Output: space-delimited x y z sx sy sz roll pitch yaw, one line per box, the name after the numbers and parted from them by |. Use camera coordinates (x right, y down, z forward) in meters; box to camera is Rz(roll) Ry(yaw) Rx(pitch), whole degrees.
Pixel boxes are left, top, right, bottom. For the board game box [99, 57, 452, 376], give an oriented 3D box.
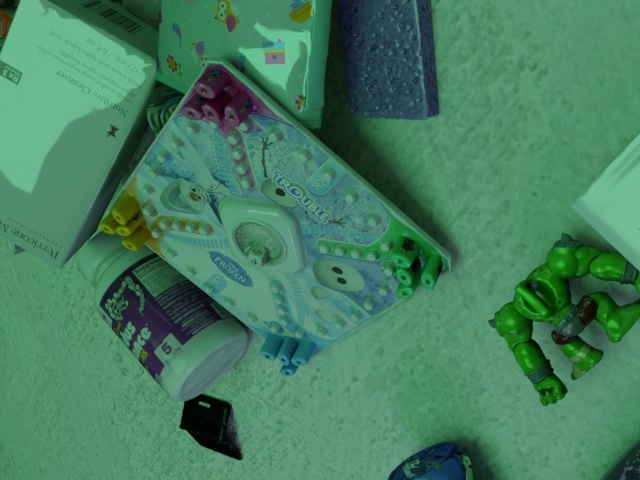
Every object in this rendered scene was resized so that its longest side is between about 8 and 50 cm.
-0.085 0.004 1.022 0.390 0.050 0.390 40 137 -9 | board game box

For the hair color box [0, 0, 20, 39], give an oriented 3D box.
-0.550 -0.409 1.339 0.167 0.093 0.053 36 128 24 | hair color box

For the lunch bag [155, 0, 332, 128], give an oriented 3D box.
-0.079 -0.276 0.934 0.262 0.160 0.224 30 125 36 | lunch bag

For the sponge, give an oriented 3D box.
0.077 -0.251 0.892 0.117 0.031 0.210 8 114 40 | sponge

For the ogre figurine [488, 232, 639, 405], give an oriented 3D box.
0.272 0.076 0.818 0.118 0.097 0.197 40 135 13 | ogre figurine

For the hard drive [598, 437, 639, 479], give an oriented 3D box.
0.387 0.350 0.865 0.172 0.054 0.255 34 128 26 | hard drive

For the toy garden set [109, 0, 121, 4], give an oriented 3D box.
-0.418 -0.505 1.208 0.203 0.049 0.245 16 119 36 | toy garden set

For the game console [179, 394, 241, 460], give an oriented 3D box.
-0.203 0.353 1.425 0.122 0.071 0.107 5 82 40 | game console

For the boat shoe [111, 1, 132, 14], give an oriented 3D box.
-0.339 -0.295 1.229 0.063 0.066 0.184 40 121 23 | boat shoe

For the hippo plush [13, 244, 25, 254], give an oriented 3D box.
-0.543 -0.154 1.409 0.236 0.234 0.294 51 126 55 | hippo plush

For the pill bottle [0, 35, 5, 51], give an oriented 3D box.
-0.607 -0.349 1.434 0.120 0.067 0.067 41 131 21 | pill bottle

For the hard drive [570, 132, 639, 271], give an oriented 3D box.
0.413 0.001 0.679 0.307 0.040 0.203 47 124 16 | hard drive

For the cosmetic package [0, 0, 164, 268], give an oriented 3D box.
-0.394 -0.175 1.147 0.217 0.156 0.385 29 114 -8 | cosmetic package

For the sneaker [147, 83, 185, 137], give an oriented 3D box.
-0.155 -0.108 1.122 0.297 0.111 0.129 65 177 -21 | sneaker

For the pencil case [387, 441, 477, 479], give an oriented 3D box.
0.214 0.413 1.004 0.133 0.119 0.306 -41 80 33 | pencil case

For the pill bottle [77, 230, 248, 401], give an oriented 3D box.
-0.278 0.113 1.275 0.301 0.169 0.169 44 132 18 | pill bottle
